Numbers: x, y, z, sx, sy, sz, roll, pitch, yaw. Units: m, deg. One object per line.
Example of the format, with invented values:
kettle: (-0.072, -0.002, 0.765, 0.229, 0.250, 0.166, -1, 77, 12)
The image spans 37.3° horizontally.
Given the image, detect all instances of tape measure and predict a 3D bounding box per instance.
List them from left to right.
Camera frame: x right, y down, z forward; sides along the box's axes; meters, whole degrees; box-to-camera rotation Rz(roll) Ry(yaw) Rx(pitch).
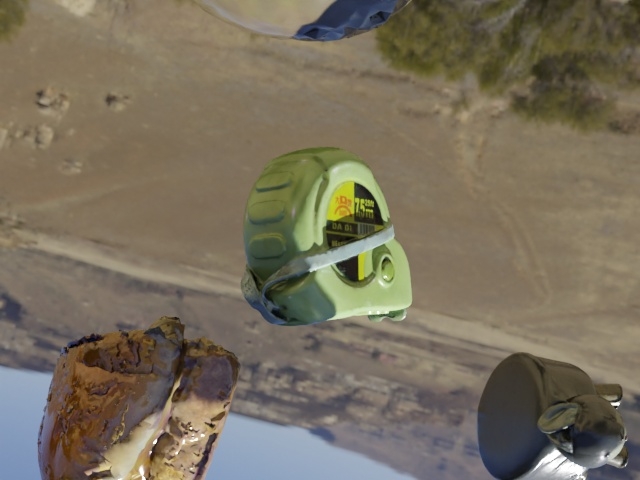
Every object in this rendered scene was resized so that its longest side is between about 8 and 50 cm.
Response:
tape measure: (0.000, 0.000, 0.784, 0.088, 0.153, 0.177, -3, 180, 34)

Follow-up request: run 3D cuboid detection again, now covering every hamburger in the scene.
hamburger: (-0.106, 0.107, 0.476, 0.087, 0.102, 0.176, 26, 150, -12)

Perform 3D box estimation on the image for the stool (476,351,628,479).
stool: (0.283, 0.228, 1.115, 0.139, 0.153, 0.228, 15, -168, -19)

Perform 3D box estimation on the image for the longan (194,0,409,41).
longan: (-0.036, -0.461, 1.223, 0.404, 0.404, 0.435, 19, -154, -25)
